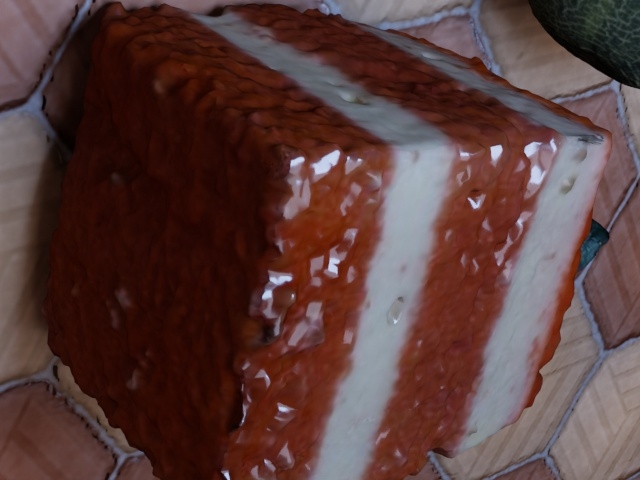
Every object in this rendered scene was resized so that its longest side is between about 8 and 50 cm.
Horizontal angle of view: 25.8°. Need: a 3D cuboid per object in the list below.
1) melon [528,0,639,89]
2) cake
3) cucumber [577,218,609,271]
[{"bbox_3d":[0.293,-0.266,1.086,0.237,0.237,0.301,29,95,-47],"label":"melon"},{"bbox_3d":[0.000,0.000,0.978,0.320,0.270,0.269,-6,120,-39],"label":"cake"},{"bbox_3d":[0.173,0.034,1.296,0.193,0.085,0.115,-30,177,-25],"label":"cucumber"}]
